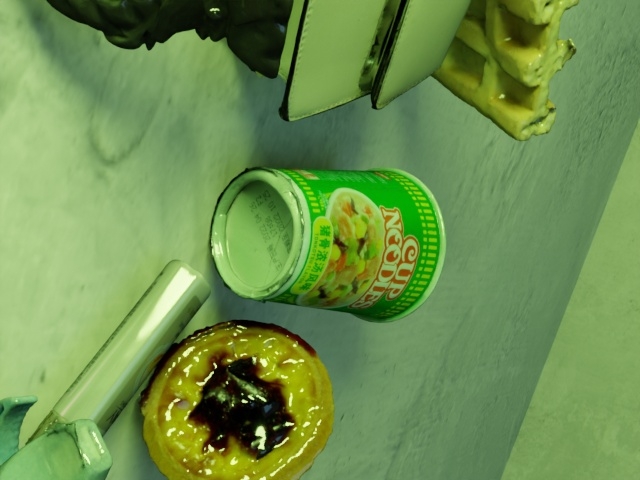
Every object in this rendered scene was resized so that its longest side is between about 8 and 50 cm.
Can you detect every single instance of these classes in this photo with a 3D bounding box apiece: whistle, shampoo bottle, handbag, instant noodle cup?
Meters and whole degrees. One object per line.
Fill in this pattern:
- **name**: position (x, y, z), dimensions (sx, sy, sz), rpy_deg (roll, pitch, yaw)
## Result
- **whistle**: position (-0.263, 0.237, 0.623), dimensions (0.269, 0.180, 0.093), rpy_deg (-40, 156, 24)
- **shampoo bottle**: position (-0.198, 0.124, 0.738), dimensions (0.227, 0.056, 0.086), rpy_deg (-54, 178, -21)
- **handbag**: position (0.062, -0.288, 0.621), dimensions (0.237, 0.160, 0.358), rpy_deg (-25, 156, -27)
- **instant noodle cup**: position (0.000, 0.000, 0.868), dimensions (0.233, 0.207, 0.206), rpy_deg (3, 106, -49)

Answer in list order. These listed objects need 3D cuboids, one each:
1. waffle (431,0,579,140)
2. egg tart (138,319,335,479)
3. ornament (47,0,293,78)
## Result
- **waffle**: position (0.169, -0.313, 0.828), dimensions (0.078, 0.304, 0.348), rpy_deg (-24, 134, -17)
- **egg tart**: position (-0.093, 0.212, 0.846), dimensions (0.215, 0.215, 0.170), rpy_deg (-48, 159, -29)
- **ornament**: position (-0.136, -0.235, 0.478), dimensions (0.251, 0.261, 0.106), rpy_deg (106, -11, -51)
